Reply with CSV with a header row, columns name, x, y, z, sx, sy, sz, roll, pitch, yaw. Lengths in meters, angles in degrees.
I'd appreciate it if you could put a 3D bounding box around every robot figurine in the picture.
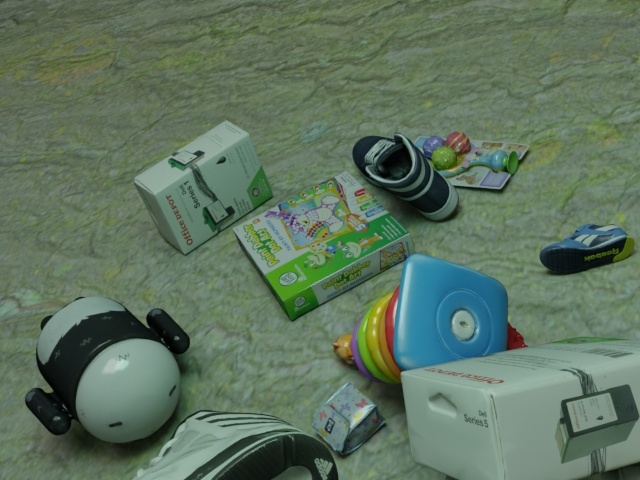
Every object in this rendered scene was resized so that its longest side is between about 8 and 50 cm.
name,x,y,z,sx,sy,sz,roll,pitch,yaw
robot figurine,-0.332,0.196,1.323,0.278,0.174,0.209,31,95,44

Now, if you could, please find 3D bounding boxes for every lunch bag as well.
name,x,y,z,sx,sy,sz,roll,pitch,yaw
lunch bag,0.036,0.251,1.193,0.083,0.053,0.071,-41,41,-11

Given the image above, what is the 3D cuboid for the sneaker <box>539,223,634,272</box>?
name,x,y,z,sx,sy,sz,roll,pitch,yaw
sneaker,0.408,0.010,1.323,0.144,0.053,0.059,-10,39,-2

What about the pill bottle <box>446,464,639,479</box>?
name,x,y,z,sx,sy,sz,roll,pitch,yaw
pill bottle,0.262,0.308,0.971,0.222,0.124,0.124,-8,40,16

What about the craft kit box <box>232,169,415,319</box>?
name,x,y,z,sx,sy,sz,roll,pitch,yaw
craft kit box,0.000,0.000,1.506,0.247,0.061,0.250,-30,39,-9

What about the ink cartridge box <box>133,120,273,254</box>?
name,x,y,z,sx,sy,sz,roll,pitch,yaw
ink cartridge box,-0.221,-0.101,1.632,0.219,0.160,0.093,-36,41,-19

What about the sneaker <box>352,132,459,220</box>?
name,x,y,z,sx,sy,sz,roll,pitch,yaw
sneaker,0.119,-0.146,1.532,0.099,0.153,0.282,-53,43,4

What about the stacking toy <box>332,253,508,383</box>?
name,x,y,z,sx,sy,sz,roll,pitch,yaw
stacking toy,0.104,0.139,1.187,0.302,0.175,0.165,-23,53,56

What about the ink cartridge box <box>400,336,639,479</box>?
name,x,y,z,sx,sy,sz,roll,pitch,yaw
ink cartridge box,0.257,0.188,0.966,0.273,0.114,0.198,-8,0,-22

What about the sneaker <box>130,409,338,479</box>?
name,x,y,z,sx,sy,sz,roll,pitch,yaw
sneaker,-0.209,0.356,1.069,0.448,0.169,0.257,-23,7,-14

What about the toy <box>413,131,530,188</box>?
name,x,y,z,sx,sy,sz,roll,pitch,yaw
toy,0.252,-0.164,1.589,0.237,0.056,0.137,12,48,34

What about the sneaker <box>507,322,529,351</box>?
name,x,y,z,sx,sy,sz,roll,pitch,yaw
sneaker,0.283,0.171,1.175,0.128,0.087,0.221,-3,53,7
